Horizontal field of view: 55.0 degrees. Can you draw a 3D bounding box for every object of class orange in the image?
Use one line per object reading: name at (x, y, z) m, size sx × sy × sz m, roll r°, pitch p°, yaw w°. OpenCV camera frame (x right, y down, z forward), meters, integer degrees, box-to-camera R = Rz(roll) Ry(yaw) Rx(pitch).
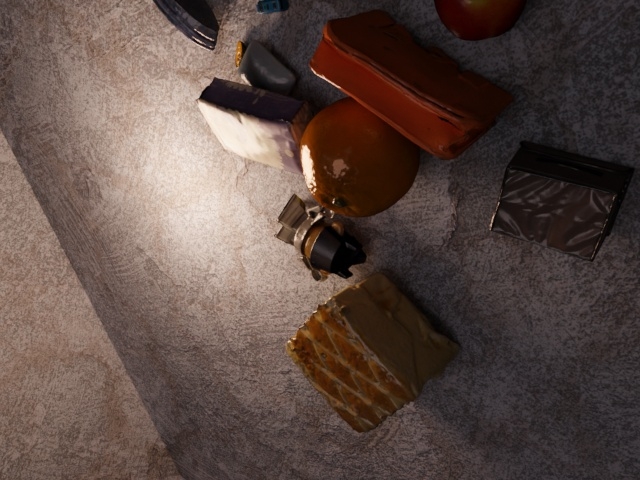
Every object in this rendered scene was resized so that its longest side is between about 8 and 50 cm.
orange at (0.096, -0.208, 1.560) m, size 0.312 × 0.312 × 0.312 m, roll 19°, pitch 126°, yaw 29°

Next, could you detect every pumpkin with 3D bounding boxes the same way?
pumpkin at (-0.230, -0.544, 1.797) m, size 0.083 × 0.028 × 0.050 m, roll -56°, pitch 46°, yaw 51°

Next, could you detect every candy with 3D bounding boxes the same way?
candy at (-0.157, -0.469, 1.757) m, size 0.174 × 0.071 × 0.138 m, roll 45°, pitch 137°, yaw 6°

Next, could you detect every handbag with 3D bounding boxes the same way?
handbag at (0.206, -0.363, 1.378) m, size 0.410 × 0.303 × 0.116 m, roll 37°, pitch 131°, yaw 12°

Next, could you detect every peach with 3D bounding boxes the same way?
peach at (0.328, -0.535, 1.261) m, size 0.196 × 0.190 × 0.226 m, roll -112°, pitch 9°, yaw -57°

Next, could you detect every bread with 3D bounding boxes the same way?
bread at (0.144, 0.330, 1.854) m, size 0.390 × 0.279 × 0.371 m, roll 45°, pitch 136°, yaw 8°

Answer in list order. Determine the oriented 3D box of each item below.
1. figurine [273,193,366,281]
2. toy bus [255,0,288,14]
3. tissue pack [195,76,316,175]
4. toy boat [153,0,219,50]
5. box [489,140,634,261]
figurine at (-0.002, 0.004, 1.871) m, size 0.308 × 0.143 × 0.308 m, roll 36°, pitch 151°, yaw 25°
toy bus at (-0.131, -0.633, 1.658) m, size 0.083 × 0.046 × 0.038 m, roll 6°, pitch 119°, yaw 35°
tissue pack at (-0.166, -0.325, 1.762) m, size 0.344 × 0.125 × 0.242 m, roll 20°, pitch 156°, yaw 28°
toy boat at (-0.393, -0.671, 1.785) m, size 0.283 × 0.127 × 0.078 m, roll 49°, pitch 128°, yaw 6°
box at (0.534, -0.091, 1.386) m, size 0.252 × 0.153 × 0.188 m, roll 22°, pitch 128°, yaw 25°
